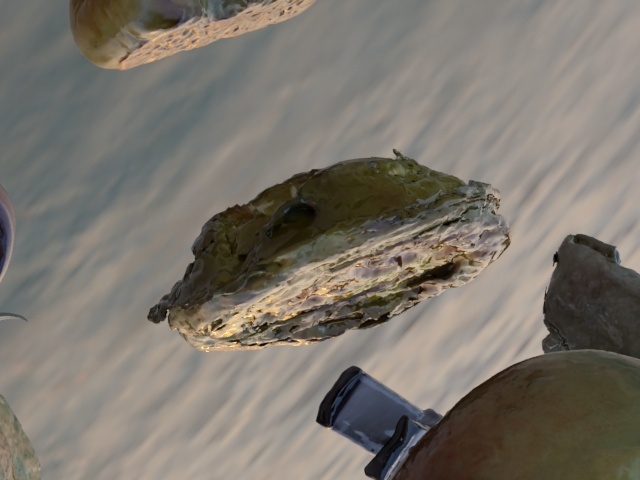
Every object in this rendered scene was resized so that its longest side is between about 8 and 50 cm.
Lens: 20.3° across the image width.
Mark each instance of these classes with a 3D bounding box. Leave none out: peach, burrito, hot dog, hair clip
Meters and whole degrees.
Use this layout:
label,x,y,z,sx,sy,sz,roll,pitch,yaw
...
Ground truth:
label,x,y,z,sx,sy,sz,roll,pitch,yaw
peach,0.123,0.161,1.000,0.232,0.232,0.232,-43,161,-18
burrito,0.355,0.126,1.747,0.107,0.348,0.175,-31,138,-33
hot dog,-0.108,-0.250,1.518,0.257,0.153,0.150,-22,177,-38
hair clip,0.111,0.216,1.762,0.085,0.101,0.331,-59,147,-4

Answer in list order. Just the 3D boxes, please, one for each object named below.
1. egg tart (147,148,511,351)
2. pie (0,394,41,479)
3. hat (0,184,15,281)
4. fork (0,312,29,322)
label,x,y,z,sx,sy,sz,roll,pitch,yaw
egg tart,0.000,0.000,1.382,0.297,0.132,0.297,-21,169,-4
pie,-0.347,0.248,1.832,0.071,0.306,0.306,-23,163,6
hat,-0.406,0.009,1.806,0.205,0.089,0.205,-23,128,-33
fork,-0.485,0.135,2.308,0.219,0.028,0.034,-22,-179,-6
